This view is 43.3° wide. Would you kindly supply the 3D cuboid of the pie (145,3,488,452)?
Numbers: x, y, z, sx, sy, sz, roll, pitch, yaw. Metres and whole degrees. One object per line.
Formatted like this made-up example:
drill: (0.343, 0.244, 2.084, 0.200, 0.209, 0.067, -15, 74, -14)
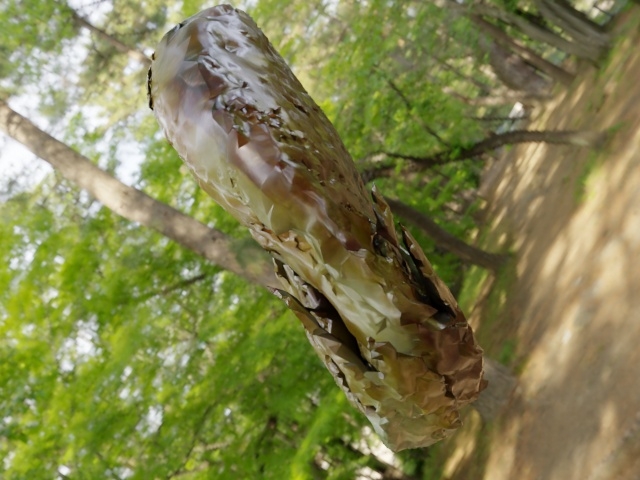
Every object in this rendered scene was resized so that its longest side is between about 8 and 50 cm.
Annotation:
pie: (0.001, -0.001, 0.474, 0.085, 0.308, 0.308, -32, -7, 0)
